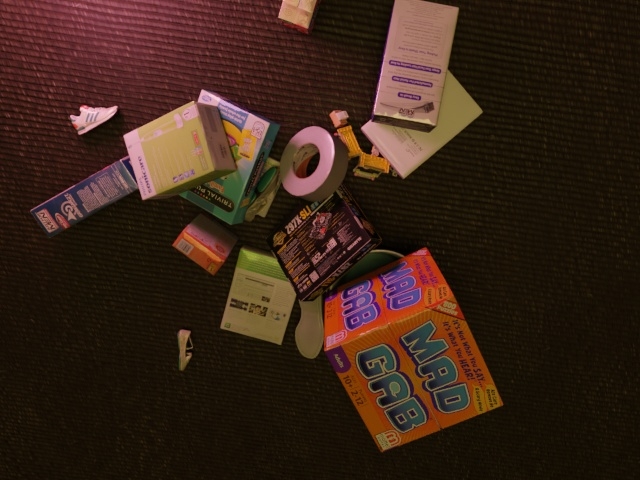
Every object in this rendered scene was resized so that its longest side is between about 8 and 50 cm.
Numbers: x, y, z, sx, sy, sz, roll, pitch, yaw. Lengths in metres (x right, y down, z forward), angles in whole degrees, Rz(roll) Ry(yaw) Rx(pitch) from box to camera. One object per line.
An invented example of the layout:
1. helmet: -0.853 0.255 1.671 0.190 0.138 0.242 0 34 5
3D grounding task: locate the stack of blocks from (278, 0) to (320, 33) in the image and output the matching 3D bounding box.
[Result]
1. stack of blocks: -0.023 -0.739 1.347 0.087 0.171 0.297 19 107 -5

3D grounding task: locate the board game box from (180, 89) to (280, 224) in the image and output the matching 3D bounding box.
1. board game box: -0.304 -0.257 1.519 0.253 0.079 0.336 29 107 15

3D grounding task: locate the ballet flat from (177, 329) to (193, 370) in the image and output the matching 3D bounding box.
1. ballet flat: -0.498 0.408 1.801 0.052 0.057 0.168 0 109 -9

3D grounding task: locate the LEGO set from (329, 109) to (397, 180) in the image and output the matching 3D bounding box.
1. LEGO set: 0.124 -0.280 1.552 0.287 0.107 0.132 34 71 -4

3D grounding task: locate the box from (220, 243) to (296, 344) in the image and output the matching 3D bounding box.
1. box: -0.203 0.194 1.721 0.232 0.058 0.322 17 109 -4

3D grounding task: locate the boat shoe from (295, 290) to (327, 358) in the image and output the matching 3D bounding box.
1. boat shoe: -0.021 0.269 1.720 0.114 0.091 0.303 14 111 18

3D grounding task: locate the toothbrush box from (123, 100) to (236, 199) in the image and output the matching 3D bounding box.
1. toothbrush box: -0.420 -0.260 1.455 0.283 0.122 0.206 -17 90 23

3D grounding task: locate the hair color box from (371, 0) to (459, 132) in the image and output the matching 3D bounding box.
1. hair color box: 0.268 -0.500 1.406 0.185 0.110 0.339 11 90 0

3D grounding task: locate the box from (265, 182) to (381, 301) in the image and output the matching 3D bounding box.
1. box: 0.000 0.000 1.538 0.322 0.079 0.257 -44 62 24

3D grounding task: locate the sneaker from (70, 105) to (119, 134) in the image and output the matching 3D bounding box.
1. sneaker: -0.717 -0.398 1.539 0.161 0.057 0.075 -24 111 12

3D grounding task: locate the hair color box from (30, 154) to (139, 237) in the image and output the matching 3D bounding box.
1. hair color box: -0.718 -0.151 1.560 0.347 0.174 0.105 -27 106 10

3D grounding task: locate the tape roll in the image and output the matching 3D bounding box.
1. tape roll: -0.023 -0.233 1.495 0.072 0.219 0.219 18 114 -49

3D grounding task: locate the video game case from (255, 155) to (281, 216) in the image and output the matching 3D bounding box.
1. video game case: -0.240 -0.205 1.607 0.212 0.023 0.193 25 107 -6

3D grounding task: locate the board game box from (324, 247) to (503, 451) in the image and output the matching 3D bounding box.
1. board game box: 0.245 0.298 1.412 0.356 0.356 0.357 -25 106 9

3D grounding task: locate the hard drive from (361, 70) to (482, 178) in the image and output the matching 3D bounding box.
1. hard drive: 0.305 -0.363 1.481 0.307 0.040 0.203 -40 89 2

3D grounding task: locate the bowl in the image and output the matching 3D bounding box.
1. bowl: 0.186 0.151 1.638 0.311 0.163 0.312 1 108 2

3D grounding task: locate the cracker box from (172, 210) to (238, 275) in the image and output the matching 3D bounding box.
1. cracker box: -0.362 0.003 1.568 0.155 0.232 0.067 38 107 -10

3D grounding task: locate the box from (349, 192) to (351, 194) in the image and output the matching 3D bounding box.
1. box: 0.035 -0.077 1.631 0.109 0.042 0.178 10 107 -1

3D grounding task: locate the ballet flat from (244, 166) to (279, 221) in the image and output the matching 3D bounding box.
1. ballet flat: -0.189 -0.148 1.585 0.068 0.072 0.213 31 109 -36
